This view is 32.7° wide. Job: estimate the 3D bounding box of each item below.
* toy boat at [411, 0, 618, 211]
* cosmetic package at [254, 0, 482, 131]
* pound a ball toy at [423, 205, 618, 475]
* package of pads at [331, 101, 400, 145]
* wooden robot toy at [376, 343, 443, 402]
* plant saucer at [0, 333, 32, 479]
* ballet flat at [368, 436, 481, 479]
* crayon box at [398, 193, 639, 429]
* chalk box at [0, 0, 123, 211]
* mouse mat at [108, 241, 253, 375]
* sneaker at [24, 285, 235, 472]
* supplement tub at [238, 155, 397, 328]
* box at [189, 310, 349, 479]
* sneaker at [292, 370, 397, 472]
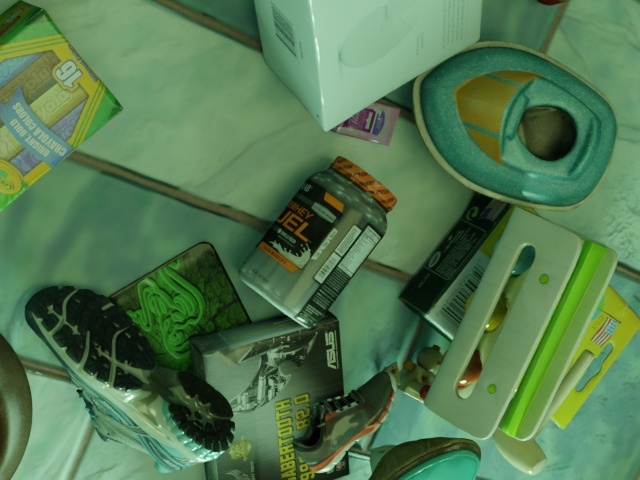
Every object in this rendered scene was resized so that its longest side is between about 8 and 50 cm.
[{"bbox_3d":[0.259,-0.204,1.331,0.268,0.148,0.318,18,89,-7],"label":"toy boat"},{"bbox_3d":[0.052,-0.279,1.180,0.225,0.138,0.224,-31,151,-14],"label":"cosmetic package"},{"bbox_3d":[0.252,0.131,1.388,0.208,0.136,0.319,15,102,-52],"label":"pound a ball toy"},{"bbox_3d":[0.053,-0.149,1.335,0.083,0.032,0.050,11,98,-28],"label":"package of pads"},{"bbox_3d":[0.153,0.182,1.468,0.173,0.076,0.079,30,80,-30],"label":"wooden robot toy"},{"bbox_3d":[-0.466,0.212,1.185,0.311,0.050,0.310,-8,110,-25],"label":"plant saucer"},{"bbox_3d":[0.082,0.348,1.422,0.116,0.124,0.342,18,117,-23],"label":"ballet flat"},{"bbox_3d":[0.282,0.097,1.494,0.318,0.081,0.202,41,86,-29],"label":"crayon box"},{"bbox_3d":[-0.334,-0.124,1.096,0.213,0.132,0.132,-41,119,-11],"label":"chalk box"},{"bbox_3d":[-0.161,0.112,1.327,0.153,0.007,0.189,-32,116,-14],"label":"mouse mat"},{"bbox_3d":[-0.239,0.173,1.249,0.283,0.110,0.122,44,122,-13],"label":"sneaker"},{"bbox_3d":[0.000,0.000,1.306,0.117,0.117,0.190,39,86,-30],"label":"supplement tub"},{"bbox_3d":[-0.061,0.213,1.373,0.183,0.056,0.231,-13,112,-23],"label":"box"},{"bbox_3d":[0.029,0.217,1.354,0.158,0.061,0.065,-47,115,-6],"label":"sneaker"}]
